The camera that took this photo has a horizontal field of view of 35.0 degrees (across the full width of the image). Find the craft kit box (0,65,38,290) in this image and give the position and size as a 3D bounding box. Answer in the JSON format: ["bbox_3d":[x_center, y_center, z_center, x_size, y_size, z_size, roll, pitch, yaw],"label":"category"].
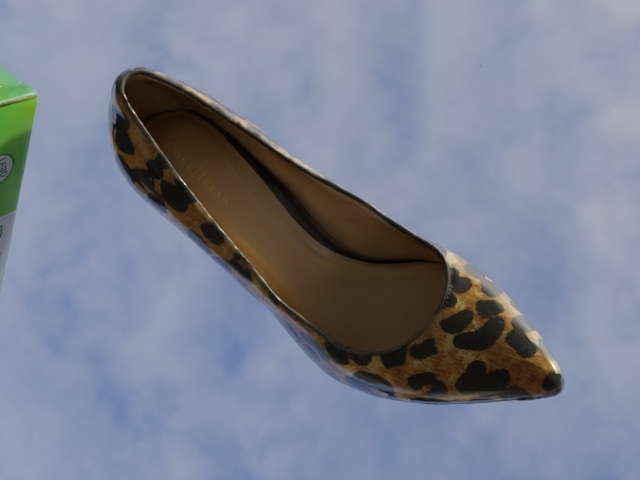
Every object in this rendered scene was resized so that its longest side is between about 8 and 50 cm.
[{"bbox_3d":[-0.286,-0.042,0.614,0.246,0.061,0.250,35,-54,19],"label":"craft kit box"}]

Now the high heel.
[{"bbox_3d":[0.000,0.000,0.539,0.261,0.186,0.093,24,-109,33],"label":"high heel"}]
